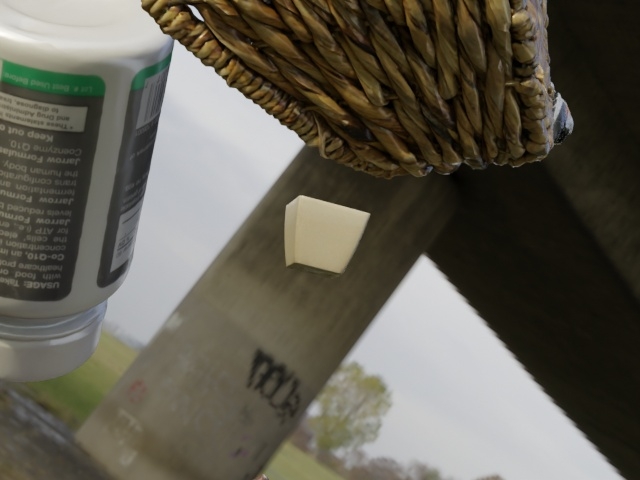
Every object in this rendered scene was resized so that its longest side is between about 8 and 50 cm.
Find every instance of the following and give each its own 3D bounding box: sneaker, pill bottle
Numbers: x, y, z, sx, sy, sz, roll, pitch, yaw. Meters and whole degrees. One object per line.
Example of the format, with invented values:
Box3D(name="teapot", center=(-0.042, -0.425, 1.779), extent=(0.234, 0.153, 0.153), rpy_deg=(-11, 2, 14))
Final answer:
Box3D(name="sneaker", center=(0.182, -0.093, 0.877), extent=(0.043, 0.040, 0.109), rpy_deg=(49, 23, -9))
Box3D(name="pill bottle", center=(-0.263, -0.059, 1.034), extent=(0.204, 0.361, 0.204), rpy_deg=(13, 31, -8))

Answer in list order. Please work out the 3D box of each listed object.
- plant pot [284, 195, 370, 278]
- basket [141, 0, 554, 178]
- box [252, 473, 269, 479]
Box3D(name="plant pot", center=(0.000, 0.000, 1.663), extent=(0.109, 0.096, 0.109), rpy_deg=(15, -9, -11))
Box3D(name="basket", center=(0.037, -0.180, 0.759), extent=(0.223, 0.299, 0.213), rpy_deg=(-6, -45, 14))
Box3D(name="box", center=(-0.055, 0.335, 0.905), extent=(0.203, 0.168, 0.167), rpy_deg=(55, -11, 27))
